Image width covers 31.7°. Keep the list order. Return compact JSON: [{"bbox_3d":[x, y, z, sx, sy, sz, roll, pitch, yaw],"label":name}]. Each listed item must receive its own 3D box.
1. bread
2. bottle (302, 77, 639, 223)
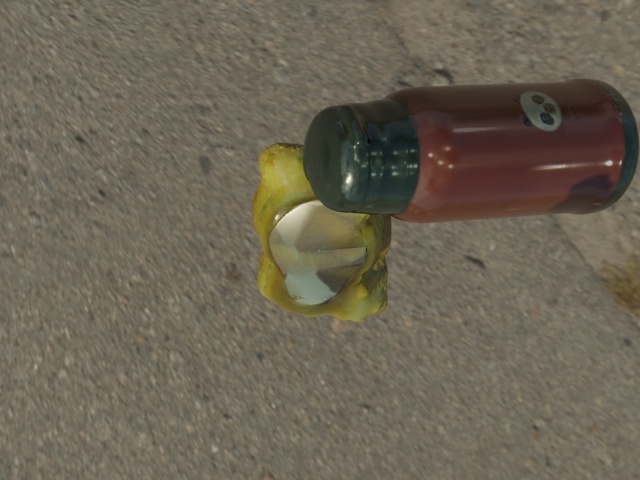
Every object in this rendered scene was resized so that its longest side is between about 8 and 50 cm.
[{"bbox_3d":[0.000,0.000,1.280,0.161,0.088,0.233,1,123,3],"label":"bread"},{"bbox_3d":[0.146,-0.091,1.126,0.336,0.144,0.144,-4,106,-26],"label":"bottle"}]
